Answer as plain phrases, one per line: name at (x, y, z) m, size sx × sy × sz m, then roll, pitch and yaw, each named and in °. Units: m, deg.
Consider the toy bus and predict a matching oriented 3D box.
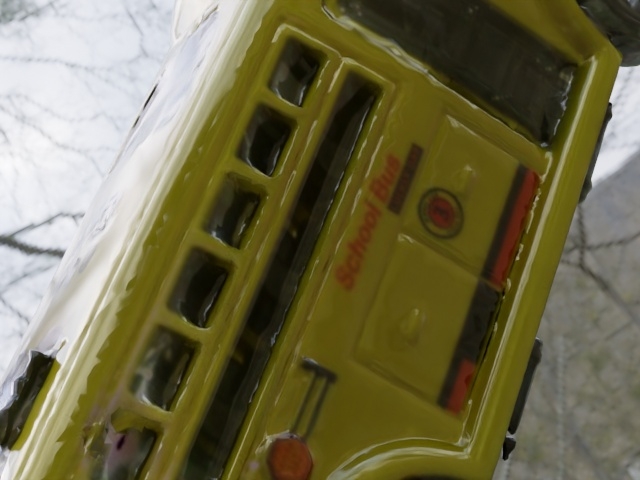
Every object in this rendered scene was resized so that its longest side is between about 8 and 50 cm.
toy bus at (0.000, 0.000, 0.432) m, size 0.144 × 0.152 × 0.330 m, roll -32°, pitch 32°, yaw 58°
